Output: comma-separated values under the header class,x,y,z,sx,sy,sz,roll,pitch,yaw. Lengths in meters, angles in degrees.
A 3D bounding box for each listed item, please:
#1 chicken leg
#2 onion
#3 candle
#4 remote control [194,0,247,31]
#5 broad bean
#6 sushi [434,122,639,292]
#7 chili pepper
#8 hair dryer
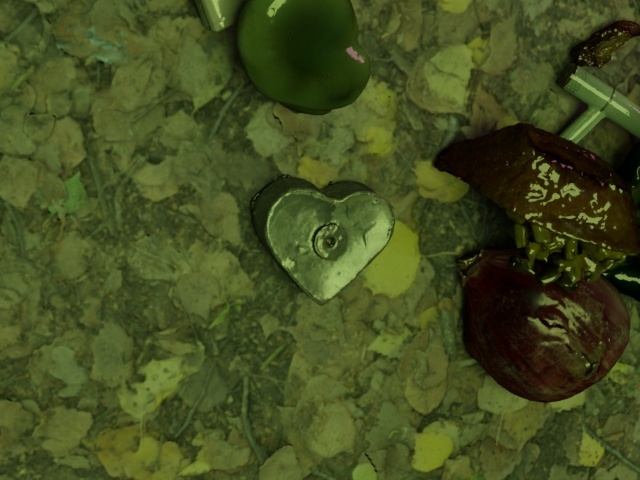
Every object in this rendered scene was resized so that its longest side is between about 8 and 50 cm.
class,x,y,z,sx,sy,sz,roll,pitch,yaw
chicken leg,0.428,-0.289,1.959,0.145,0.037,0.062,-30,136,-13
onion,0.307,0.122,1.955,0.283,0.120,0.227,37,107,-14
candle,0.000,0.000,1.834,0.192,0.068,0.168,1,105,-20
remote control,-0.038,-0.368,1.721,0.277,0.055,0.102,-27,114,-16
broad bean,-0.025,-0.247,1.710,0.169,0.100,0.228,-36,133,-18
sushi,0.319,-0.051,1.889,0.296,0.167,0.179,23,112,-24
chili pepper,0.482,-0.048,2.018,0.148,0.116,0.264,19,97,-12
hair dryer,0.378,-0.142,1.967,0.155,0.044,0.183,31,101,-10
